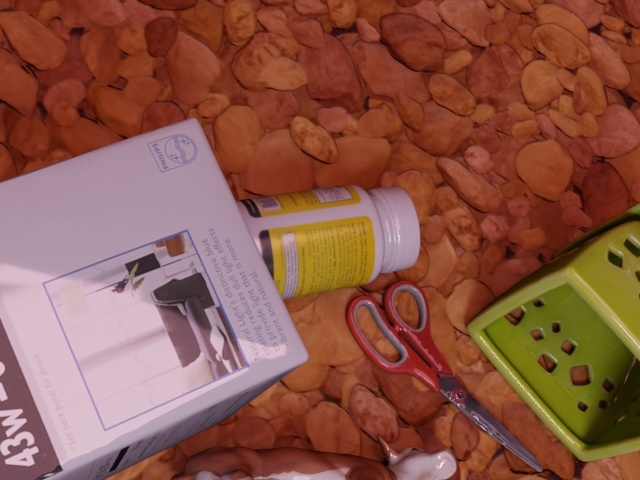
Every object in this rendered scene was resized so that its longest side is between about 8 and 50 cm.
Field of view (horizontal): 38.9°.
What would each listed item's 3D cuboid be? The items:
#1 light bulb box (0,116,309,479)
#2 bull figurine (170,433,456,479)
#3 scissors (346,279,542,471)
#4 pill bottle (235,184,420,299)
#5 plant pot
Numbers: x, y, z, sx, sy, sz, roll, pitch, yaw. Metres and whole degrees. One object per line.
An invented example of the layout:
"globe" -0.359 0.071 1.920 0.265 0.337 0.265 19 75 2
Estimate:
"light bulb box" -0.252 0.111 0.794 0.361 0.358 0.225 -22 79 -23
"bull figurine" 0.004 0.264 0.932 0.310 0.188 0.101 1 89 -11
"scissors" 0.143 0.178 1.081 0.109 0.021 0.297 -32 86 -26
"pill bottle" 0.000 0.000 1.036 0.208 0.119 0.119 -9 76 -19
"plant pot" 0.350 0.094 1.062 0.207 0.228 0.227 -39 87 -29
